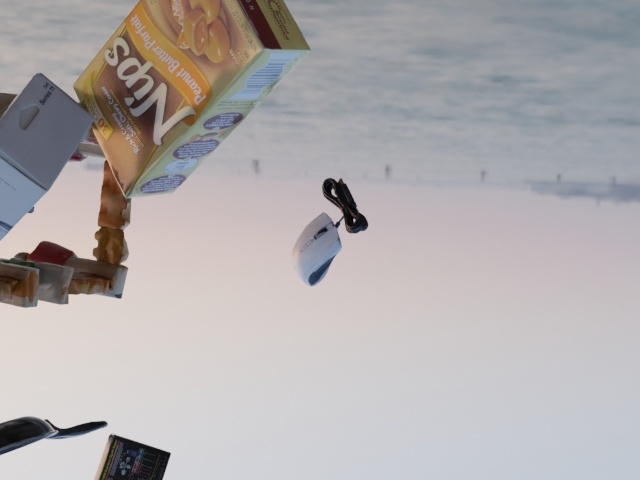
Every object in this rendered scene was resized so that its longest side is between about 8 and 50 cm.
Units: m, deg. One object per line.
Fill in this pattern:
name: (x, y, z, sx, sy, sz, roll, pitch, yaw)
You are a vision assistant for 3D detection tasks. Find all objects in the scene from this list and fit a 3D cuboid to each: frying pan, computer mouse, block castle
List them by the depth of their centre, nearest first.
block castle: (-0.457, -0.058, 1.619, 0.213, 0.303, 0.453, 9, -176, 22)
frying pan: (-0.414, 0.275, 1.623, 0.326, 0.053, 0.197, -16, 172, -39)
computer mouse: (0.000, 0.000, 1.677, 0.042, 0.106, 0.193, -5, 143, -35)

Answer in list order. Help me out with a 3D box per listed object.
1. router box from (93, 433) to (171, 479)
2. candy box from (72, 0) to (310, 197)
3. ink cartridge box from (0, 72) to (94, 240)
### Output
router box: (-0.284, 0.356, 1.679, 0.092, 0.122, 0.038, 23, 163, -19)
candy box: (-0.169, -0.213, 1.422, 0.088, 0.183, 0.316, -8, 154, -48)
ink cartridge box: (-0.364, -0.070, 1.294, 0.087, 0.153, 0.208, 39, 128, -17)
